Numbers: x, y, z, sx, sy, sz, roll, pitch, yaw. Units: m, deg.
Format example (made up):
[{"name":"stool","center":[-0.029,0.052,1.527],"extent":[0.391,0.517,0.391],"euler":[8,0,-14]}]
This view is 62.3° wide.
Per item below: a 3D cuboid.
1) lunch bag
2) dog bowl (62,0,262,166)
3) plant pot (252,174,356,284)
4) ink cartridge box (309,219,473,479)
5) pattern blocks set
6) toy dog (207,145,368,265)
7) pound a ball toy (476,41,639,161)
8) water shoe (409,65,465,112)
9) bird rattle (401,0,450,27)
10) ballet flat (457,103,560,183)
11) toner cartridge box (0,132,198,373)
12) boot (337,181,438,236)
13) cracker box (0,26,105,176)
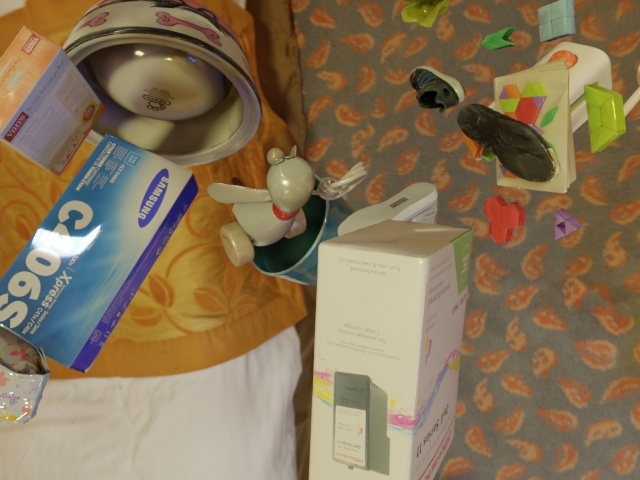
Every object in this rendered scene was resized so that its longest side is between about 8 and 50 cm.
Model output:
[{"name":"lunch bag","center":[-0.310,0.134,0.524],"extent":[0.083,0.053,0.071],"euler":[30,113,7]},{"name":"dog bowl","center":[-0.326,-0.324,1.089],"extent":[0.409,0.408,0.150],"euler":[-15,63,21]},{"name":"plant pot","center":[0.000,0.000,1.360],"extent":[0.272,0.255,0.271],"euler":[-23,54,36]},{"name":"ink cartridge box","center":[0.085,0.165,0.615],"extent":[0.119,0.207,0.352],"euler":[8,103,27]},{"name":"pattern blocks set","center":[0.306,-0.159,0.775],"extent":[0.026,0.285,0.324],"euler":[-12,90,-23]},{"name":"toy dog","center":[-0.096,-0.087,0.925],"extent":[0.334,0.220,0.160],"euler":[-39,80,47]},{"name":"pound a ball toy","center":[0.464,-0.265,1.019],"extent":[0.319,0.135,0.208],"euler":[-41,42,-5]},{"name":"water shoe","center":[0.249,-0.355,1.237],"extent":[0.080,0.203,0.072],"euler":[-34,123,-7]},{"name":"bird rattle","center":[0.222,-0.541,0.998],"extent":[0.207,0.143,0.253],"euler":[28,124,-20]},{"name":"ballet flat","center":[0.234,-0.125,0.651],"extent":[0.173,0.049,0.057],"euler":[57,134,45]},{"name":"toner cartridge box","center":[-0.352,0.012,0.834],"extent":[0.165,0.075,0.347],"euler":[25,70,4]},{"name":"boot","center":[0.160,-0.023,1.166],"extent":[0.095,0.259,0.123],"euler":[39,149,50]},{"name":"cracker box","center":[-0.444,-0.209,0.848],"extent":[0.067,0.232,0.155],"euler":[30,79,-3]}]
